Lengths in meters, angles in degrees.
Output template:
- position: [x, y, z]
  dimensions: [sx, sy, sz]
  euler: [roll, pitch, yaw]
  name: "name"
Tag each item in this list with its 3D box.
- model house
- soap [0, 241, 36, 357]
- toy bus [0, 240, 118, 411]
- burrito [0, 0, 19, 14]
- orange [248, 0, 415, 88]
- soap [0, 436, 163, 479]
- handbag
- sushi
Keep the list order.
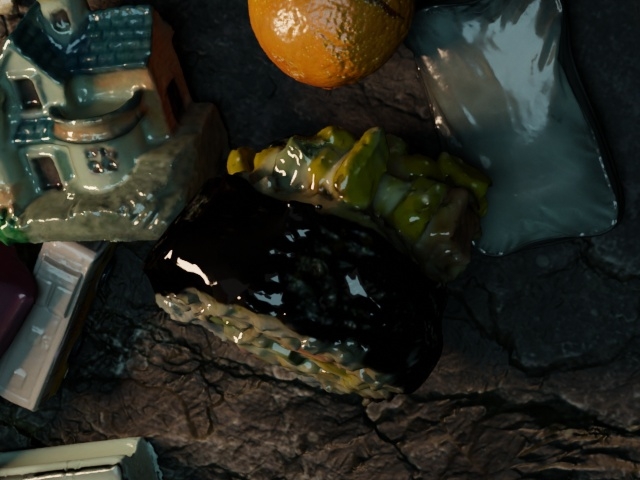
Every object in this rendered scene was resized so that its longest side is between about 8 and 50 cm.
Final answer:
- position: [-0.286, -0.179, 1.741]
  dimensions: [0.267, 0.194, 0.325]
  euler: [-2, 122, 18]
  name: "model house"
- position: [-0.523, 0.116, 1.945]
  dimensions: [0.359, 0.128, 0.233]
  euler: [-55, 52, 25]
  name: "soap"
- position: [-0.339, 0.086, 1.937]
  dimensions: [0.092, 0.106, 0.268]
  euler: [27, 114, 3]
  name: "toy bus"
- position: [-0.432, -0.309, 1.857]
  dimensions: [0.149, 0.041, 0.055]
  euler: [16, 126, 11]
  name: "burrito"
- position: [0.007, -0.262, 1.660]
  dimensions: [0.161, 0.193, 0.193]
  euler: [21, 123, -39]
  name: "orange"
- position: [-0.339, 0.352, 2.045]
  dimensions: [0.261, 0.094, 0.150]
  euler: [-9, 111, 19]
  name: "soap"
- position: [0.214, -0.141, 1.709]
  dimensions: [0.192, 0.075, 0.332]
  euler: [-13, 108, 24]
  name: "handbag"
- position: [0.000, 0.000, 1.665]
  dimensions: [0.329, 0.328, 0.285]
  euler: [25, 79, -11]
  name: "sushi"
